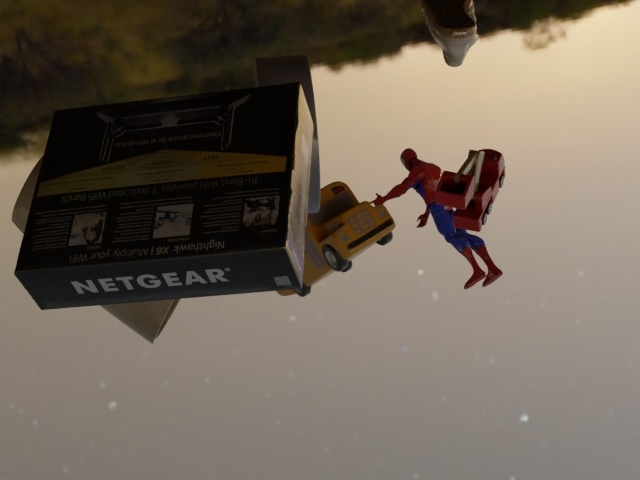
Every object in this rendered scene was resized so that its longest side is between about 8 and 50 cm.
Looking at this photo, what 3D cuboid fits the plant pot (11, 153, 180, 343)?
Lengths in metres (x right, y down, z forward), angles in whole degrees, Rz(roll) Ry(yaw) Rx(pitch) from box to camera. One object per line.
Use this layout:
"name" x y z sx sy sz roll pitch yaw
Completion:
"plant pot" -0.312 -0.019 1.687 0.274 0.256 0.256 27 -170 -3

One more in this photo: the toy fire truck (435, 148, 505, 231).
"toy fire truck" 0.230 -0.089 1.691 0.047 0.135 0.192 12 -130 22

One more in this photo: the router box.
"router box" -0.169 -0.052 1.270 0.309 0.081 0.243 -5 -128 12

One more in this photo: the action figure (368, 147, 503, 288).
"action figure" 0.190 -0.026 1.964 0.139 0.280 0.091 -38 158 33

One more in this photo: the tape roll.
"tape roll" -0.046 -0.142 1.526 0.072 0.219 0.219 -5 -170 -4

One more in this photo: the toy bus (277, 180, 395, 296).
"toy bus" 0.000 0.000 1.856 0.108 0.130 0.332 -30 176 -25

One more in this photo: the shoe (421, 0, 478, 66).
"shoe" 0.184 -0.312 1.597 0.076 0.058 0.219 -4 -149 6
